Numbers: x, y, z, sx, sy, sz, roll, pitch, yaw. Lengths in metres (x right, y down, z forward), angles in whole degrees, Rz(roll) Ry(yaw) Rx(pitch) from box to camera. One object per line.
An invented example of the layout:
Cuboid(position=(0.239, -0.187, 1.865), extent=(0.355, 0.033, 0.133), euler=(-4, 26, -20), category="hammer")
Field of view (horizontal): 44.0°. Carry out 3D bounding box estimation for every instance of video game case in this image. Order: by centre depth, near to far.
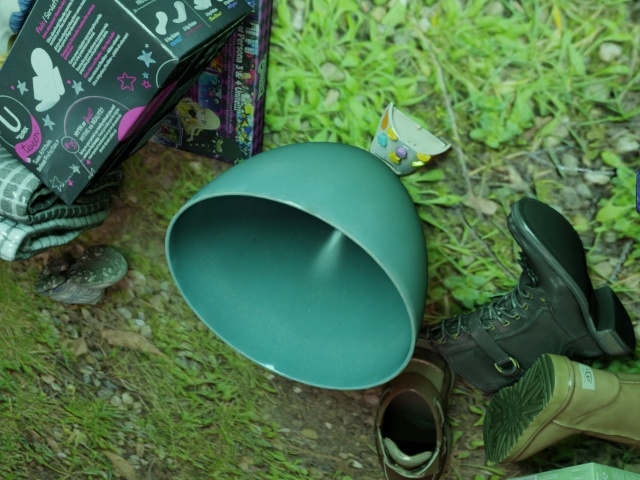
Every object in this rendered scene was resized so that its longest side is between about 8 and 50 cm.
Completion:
Cuboid(position=(-0.164, -0.211, 0.916), extent=(0.210, 0.041, 0.232), euler=(16, 130, 11), category="video game case")

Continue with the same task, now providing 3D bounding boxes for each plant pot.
Cuboid(position=(0.000, 0.000, 0.897), extent=(0.290, 0.195, 0.290), euler=(17, 139, 16), category="plant pot")

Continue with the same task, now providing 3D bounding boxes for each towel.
Cuboid(position=(-0.398, -0.078, 0.975), extent=(0.235, 0.283, 0.121), euler=(17, 102, 4), category="towel")

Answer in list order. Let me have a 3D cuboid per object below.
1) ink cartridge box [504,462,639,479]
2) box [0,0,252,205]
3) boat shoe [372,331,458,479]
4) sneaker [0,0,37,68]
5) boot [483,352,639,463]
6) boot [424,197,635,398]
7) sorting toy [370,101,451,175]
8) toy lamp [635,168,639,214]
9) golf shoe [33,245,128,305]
Cuboid(position=(0.401, 0.370, 1.103), extent=(0.235, 0.056, 0.171), euler=(19, 149, -24), category="ink cartridge box")
Cuboid(position=(-0.218, -0.185, 0.822), extent=(0.142, 0.163, 0.247), euler=(44, 129, -8), category="box")
Cuboid(position=(0.123, 0.276, 1.122), extent=(0.123, 0.116, 0.324), euler=(8, 128, 17), category="boat shoe")
Cuboid(position=(-0.368, -0.294, 0.892), extent=(0.131, 0.112, 0.296), euler=(42, 129, -11), category="sneaker")
Cuboid(position=(0.365, 0.233, 0.980), extent=(0.270, 0.089, 0.236), euler=(11, 147, -9), category="boot")
Cuboid(position=(0.224, 0.088, 0.954), extent=(0.229, 0.091, 0.263), euler=(-24, 115, 34), category="boot")
Cuboid(position=(0.091, -0.103, 0.903), extent=(0.083, 0.044, 0.075), euler=(35, 150, -6), category="sorting toy")
Cuboid(position=(0.453, -0.048, 0.767), extent=(0.275, 0.080, 0.080), euler=(2, 126, 18), category="toy lamp")
Cuboid(position=(-0.345, 0.060, 1.199), extent=(0.176, 0.069, 0.086), euler=(-9, 141, 31), category="golf shoe")
